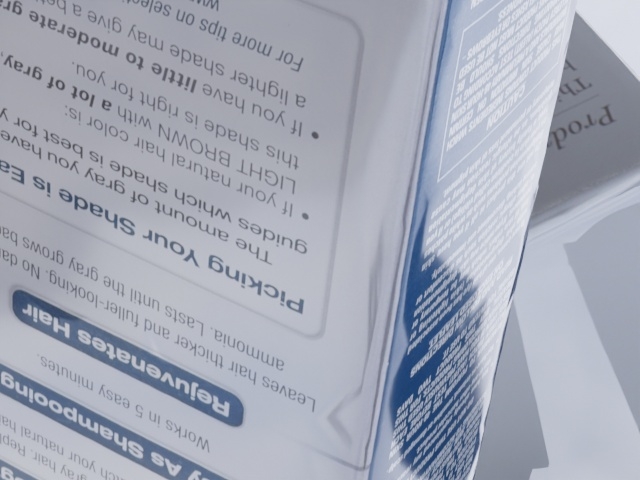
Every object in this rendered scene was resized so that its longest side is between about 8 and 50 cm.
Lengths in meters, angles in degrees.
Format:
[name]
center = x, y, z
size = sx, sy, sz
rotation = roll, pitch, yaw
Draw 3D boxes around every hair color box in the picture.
[hair color box]
center = -0.032, -0.007, 0.535
size = 0.174, 0.347, 0.105
rotation = 24, -140, 21

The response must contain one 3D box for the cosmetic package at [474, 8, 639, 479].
[cosmetic package]
center = 0.000, 0.000, 1.052
size = 0.329, 0.327, 0.393
rotation = -25, -132, -7
